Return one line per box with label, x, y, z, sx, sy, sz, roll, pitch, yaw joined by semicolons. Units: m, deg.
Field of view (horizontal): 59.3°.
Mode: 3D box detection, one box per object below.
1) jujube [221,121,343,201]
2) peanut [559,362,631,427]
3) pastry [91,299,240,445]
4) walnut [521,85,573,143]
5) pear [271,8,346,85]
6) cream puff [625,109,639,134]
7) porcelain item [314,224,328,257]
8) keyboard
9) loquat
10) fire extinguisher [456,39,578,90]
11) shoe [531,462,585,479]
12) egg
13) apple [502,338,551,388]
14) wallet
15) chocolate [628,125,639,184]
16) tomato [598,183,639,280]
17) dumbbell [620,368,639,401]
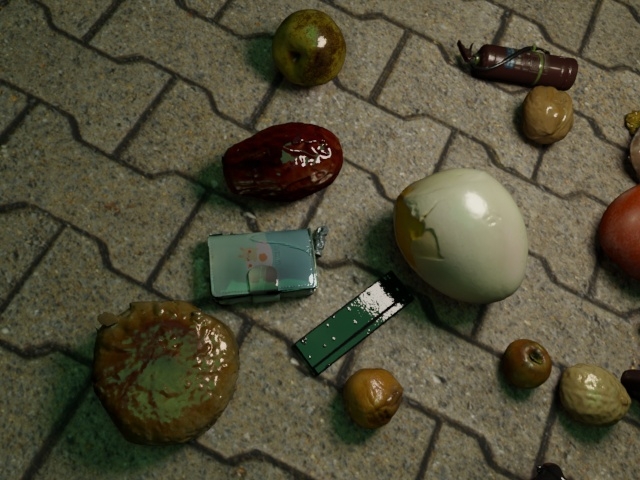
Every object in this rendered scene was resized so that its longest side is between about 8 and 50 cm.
jujube;-0.091;-0.192;1.370;0.290;0.197;0.197;-11;72;-3
peanut;0.645;0.364;1.322;0.159;0.109;0.140;10;83;-1
pastry;-0.321;0.268;1.192;0.330;0.136;0.329;3;68;-8
walnut;0.630;-0.347;1.566;0.166;0.149;0.166;24;51;-33
pear;-0.024;-0.513;1.498;0.197;0.197;0.197;3;70;-8
cream puff;0.939;-0.346;1.653;0.083;0.058;0.083;21;71;-1
porcelain item;0.000;0.000;1.395;0.028;0.036;0.083;26;71;-33
keyboard;0.087;0.195;1.345;0.310;0.018;0.101;-35;77;-19
loquat;0.117;0.346;1.252;0.137;0.113;0.137;6;44;-5
fire extinguisher;0.566;-0.521;1.639;0.341;0.105;0.141;8;54;-6
shoe;0.576;0.598;1.231;0.291;0.114;0.137;37;64;9
egg;0.335;-0.009;1.323;0.283;0.283;0.345;-34;91;-18
apple;0.483;0.294;1.331;0.099;0.102;0.114;-26;68;-30
wallet;-0.137;0.059;1.330;0.250;0.075;0.176;-4;67;-9
chocolate;0.968;-0.283;1.588;0.161;0.083;0.261;45;69;-27
tomato;0.863;-0.026;1.426;0.265;0.265;0.265;3;70;-8
dumbbell;0.827;0.284;1.365;0.124;0.140;0.225;11;59;43
